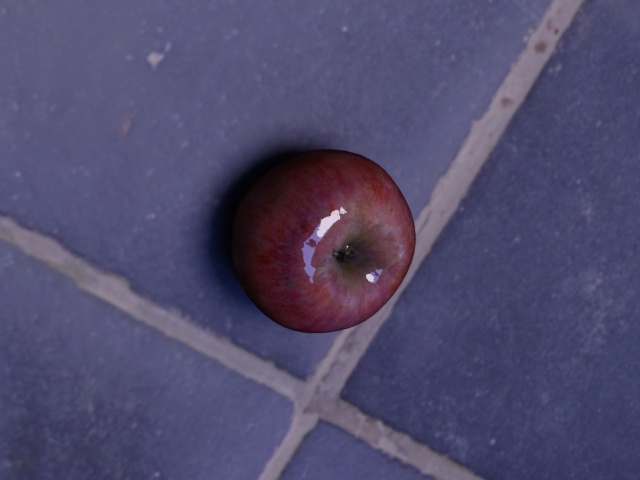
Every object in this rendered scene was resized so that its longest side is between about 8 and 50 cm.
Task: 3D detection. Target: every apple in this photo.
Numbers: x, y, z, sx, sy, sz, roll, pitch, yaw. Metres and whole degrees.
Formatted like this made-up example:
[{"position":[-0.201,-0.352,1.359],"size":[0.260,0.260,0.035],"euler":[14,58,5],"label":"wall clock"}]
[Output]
[{"position":[0.000,0.000,1.527],"size":[0.153,0.120,0.153],"euler":[-16,119,-31],"label":"apple"}]
